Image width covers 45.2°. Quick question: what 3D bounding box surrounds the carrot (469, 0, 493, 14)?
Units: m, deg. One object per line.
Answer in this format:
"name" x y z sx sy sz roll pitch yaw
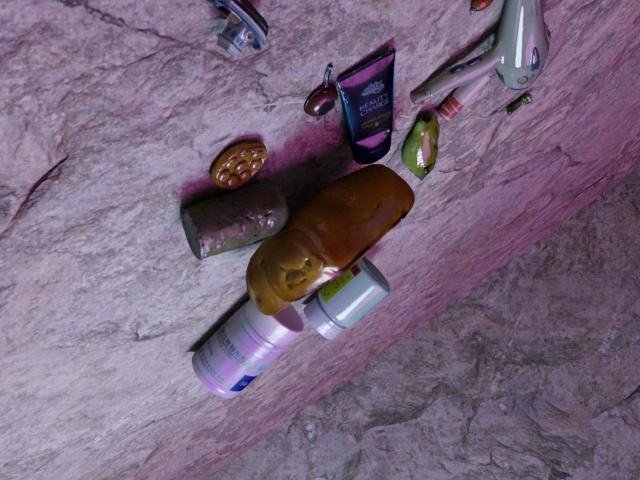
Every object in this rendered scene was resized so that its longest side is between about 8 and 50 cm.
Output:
"carrot" 0.316 -0.460 1.384 0.142 0.035 0.035 -46 161 -1

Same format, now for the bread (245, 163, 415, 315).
"bread" -0.005 -0.007 1.554 0.337 0.148 0.328 -40 -176 -37

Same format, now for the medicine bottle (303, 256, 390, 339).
"medicine bottle" 0.074 0.161 2.152 0.225 0.139 0.139 -44 160 11

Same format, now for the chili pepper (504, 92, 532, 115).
"chili pepper" 0.509 -0.351 1.983 0.091 0.034 0.030 -34 127 -13

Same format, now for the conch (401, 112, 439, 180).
"conch" 0.229 -0.209 1.728 0.095 0.080 0.200 -47 161 -41

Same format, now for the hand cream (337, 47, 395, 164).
"hand cream" 0.090 -0.243 1.436 0.120 0.061 0.270 -30 152 -9

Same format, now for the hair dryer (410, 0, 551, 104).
"hair dryer" 0.337 -0.396 1.494 0.298 0.119 0.295 -16 147 -22

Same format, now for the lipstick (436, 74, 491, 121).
"lipstick" 0.311 -0.318 1.674 0.130 0.038 0.038 -45 160 18

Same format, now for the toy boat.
"toy boat" -0.108 -0.273 0.985 0.066 0.059 0.140 -53 161 4

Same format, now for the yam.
"yam" -0.158 -0.036 1.357 0.194 0.107 0.107 -23 155 -37

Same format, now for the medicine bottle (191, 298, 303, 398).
"medicine bottle" -0.177 0.249 1.875 0.254 0.152 0.152 -45 160 17

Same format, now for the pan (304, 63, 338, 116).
"pan" 0.010 -0.249 1.304 0.068 0.023 0.115 -28 158 -27

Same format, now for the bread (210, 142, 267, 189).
"bread" -0.137 -0.128 1.306 0.110 0.024 0.110 -35 160 -15
